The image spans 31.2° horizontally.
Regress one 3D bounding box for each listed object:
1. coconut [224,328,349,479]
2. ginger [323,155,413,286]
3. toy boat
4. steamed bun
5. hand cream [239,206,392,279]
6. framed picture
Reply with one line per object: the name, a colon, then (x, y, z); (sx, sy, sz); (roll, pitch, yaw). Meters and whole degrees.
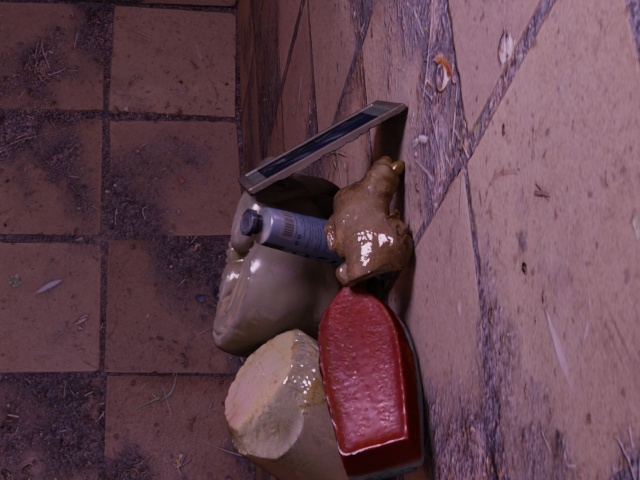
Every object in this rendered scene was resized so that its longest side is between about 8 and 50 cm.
coconut: (-0.012, 0.286, 1.854); (0.239, 0.244, 0.239); (-42, 25, 25)
ginger: (0.069, -0.032, 1.760); (0.074, 0.137, 0.213); (56, -153, -61)
toy boat: (0.079, 0.208, 1.713); (0.133, 0.145, 0.332); (61, -165, -47)
steamed bun: (-0.034, 0.050, 2.004); (0.368, 0.255, 0.343); (-64, -16, -67)
hand cream: (0.000, 0.000, 1.805); (0.058, 0.271, 0.091); (-38, 48, 46)
framed picture: (-0.003, -0.151, 1.851); (0.019, 0.281, 0.209); (61, 174, -11)
